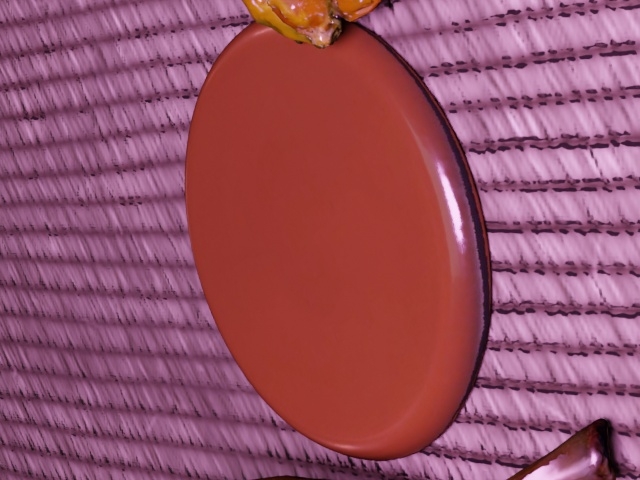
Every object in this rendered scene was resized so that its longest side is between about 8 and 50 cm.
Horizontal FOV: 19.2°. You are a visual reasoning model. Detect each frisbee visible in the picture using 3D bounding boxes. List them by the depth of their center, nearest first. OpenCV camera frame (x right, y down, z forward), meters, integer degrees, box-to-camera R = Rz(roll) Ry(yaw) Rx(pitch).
[{"bbox_3d":[0.000,0.000,1.025,0.251,0.021,0.250,24,121,47],"label":"frisbee"}]

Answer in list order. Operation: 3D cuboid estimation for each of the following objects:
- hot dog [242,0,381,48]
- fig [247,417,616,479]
[{"bbox_3d":[-0.030,-0.226,0.945,0.115,0.072,0.269,-22,84,45],"label":"hot dog"},{"bbox_3d":[0.020,0.177,0.951,0.321,0.217,0.217,-46,64,26],"label":"fig"}]
